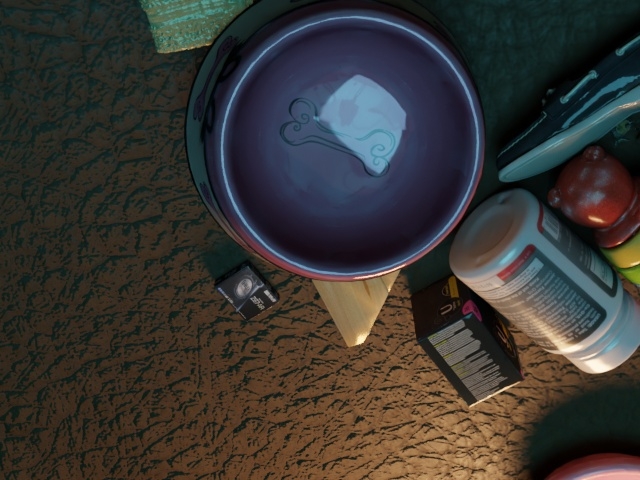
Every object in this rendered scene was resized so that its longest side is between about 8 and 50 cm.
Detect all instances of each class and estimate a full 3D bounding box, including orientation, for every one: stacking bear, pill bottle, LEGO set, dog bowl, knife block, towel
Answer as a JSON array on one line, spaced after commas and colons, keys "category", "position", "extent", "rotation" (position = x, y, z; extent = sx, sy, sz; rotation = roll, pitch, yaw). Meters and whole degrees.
[{"category": "stacking bear", "position": [0.461, -0.025, 1.516], "extent": [0.289, 0.164, 0.175], "rotation": [32, 116, -15]}, {"category": "pill bottle", "position": [0.339, 0.066, 1.559], "extent": [0.283, 0.161, 0.161], "rotation": [39, 113, -23]}, {"category": "LEGO set", "position": [0.432, -0.173, 1.498], "extent": [0.054, 0.023, 0.083], "rotation": [34, 102, -23]}, {"category": "dog bowl", "position": [0.030, -0.130, 1.363], "extent": [0.407, 0.150, 0.408], "rotation": [-2, 104, -7]}, {"category": "knife block", "position": [0.000, 0.000, 1.549], "extent": [0.242, 0.088, 0.276], "rotation": [18, 119, -11]}, {"category": "towel", "position": [-0.160, -0.307, 1.389], "extent": [0.148, 0.027, 0.110], "rotation": [-13, 122, 5]}]

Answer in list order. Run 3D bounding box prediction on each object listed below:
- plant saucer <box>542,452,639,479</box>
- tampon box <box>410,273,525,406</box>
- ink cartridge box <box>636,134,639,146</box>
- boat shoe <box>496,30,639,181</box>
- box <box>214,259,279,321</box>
[{"category": "plant saucer", "position": [0.503, 0.497, 1.878], "extent": [0.332, 0.084, 0.332], "rotation": [0, 121, -1]}, {"category": "tampon box", "position": [0.225, 0.150, 1.630], "extent": [0.101, 0.120, 0.161], "rotation": [-30, 118, 16]}, {"category": "ink cartridge box", "position": [0.556, -0.076, 1.433], "extent": [0.193, 0.235, 0.088], "rotation": [27, 117, -17]}, {"category": "boat shoe", "position": [0.362, -0.186, 1.447], "extent": [0.302, 0.114, 0.091], "rotation": [-31, 74, 17]}, {"category": "box", "position": [-0.113, 0.079, 1.635], "extent": [0.067, 0.018, 0.083], "rotation": [-31, 118, 17]}]
